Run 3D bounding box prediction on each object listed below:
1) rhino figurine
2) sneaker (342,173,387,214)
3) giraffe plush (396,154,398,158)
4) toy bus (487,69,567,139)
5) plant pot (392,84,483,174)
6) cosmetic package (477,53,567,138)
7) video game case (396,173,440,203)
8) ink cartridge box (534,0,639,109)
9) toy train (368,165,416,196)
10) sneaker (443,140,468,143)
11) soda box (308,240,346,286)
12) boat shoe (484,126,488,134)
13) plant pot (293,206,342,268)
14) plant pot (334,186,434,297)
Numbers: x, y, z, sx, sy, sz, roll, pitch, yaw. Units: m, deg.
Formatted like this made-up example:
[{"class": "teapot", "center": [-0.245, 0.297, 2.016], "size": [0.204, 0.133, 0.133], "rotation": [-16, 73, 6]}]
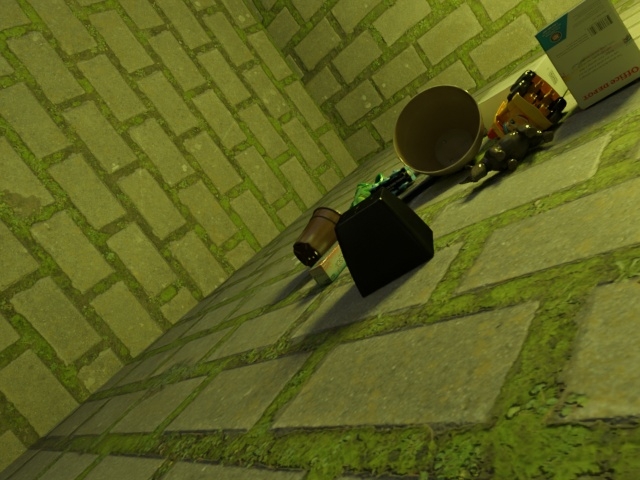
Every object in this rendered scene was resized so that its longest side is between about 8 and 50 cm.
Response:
[{"class": "rhino figurine", "center": [0.458, -0.212, 1.261], "size": [0.243, 0.073, 0.106], "rotation": [-36, 12, 11]}, {"class": "sneaker", "center": [0.164, -0.156, 1.944], "size": [0.295, 0.124, 0.109], "rotation": [-41, 10, -24]}, {"class": "giraffe plush", "center": [0.401, -0.377, 2.032], "size": [0.181, 0.210, 0.170], "rotation": [10, 46, 44]}, {"class": "toy bus", "center": [0.561, -0.350, 1.414], "size": [0.211, 0.149, 0.220], "rotation": [-46, 2, 43]}, {"class": "plant pot", "center": [0.403, -0.330, 1.606], "size": [0.284, 0.284, 0.190], "rotation": [-32, -26, 25]}, {"class": "cosmetic package", "center": [0.663, -0.474, 1.635], "size": [0.224, 0.138, 0.224], "rotation": [-25, 14, 47]}, {"class": "video game case", "center": [0.314, -0.173, 1.781], "size": [0.274, 0.026, 0.196], "rotation": [-38, 9, -6]}, {"class": "ink cartridge box", "center": [0.698, -0.493, 1.278], "size": [0.171, 0.233, 0.168], "rotation": [-30, 8, 37]}, {"class": "toy train", "center": [0.262, -0.203, 1.828], "size": [0.184, 0.080, 0.105], "rotation": [-34, -1, 29]}, {"class": "sneaker", "center": [0.449, -0.363, 1.859], "size": [0.232, 0.082, 0.090], "rotation": [7, 43, 38]}, {"class": "soda box", "center": [0.042, 0.059, 1.476], "size": [0.058, 0.063, 0.183], "rotation": [-29, 11, 42]}, {"class": "boat shoe", "center": [0.578, -0.426, 1.876], "size": [0.267, 0.088, 0.096], "rotation": [-29, 11, 40]}, {"class": "plant pot", "center": [0.000, 0.000, 1.683], "size": [0.165, 0.167, 0.167], "rotation": [-50, 15, -32]}, {"class": "plant pot", "center": [0.137, -0.013, 1.144], "size": [0.188, 0.167, 0.187], "rotation": [-32, 10, 20]}]
